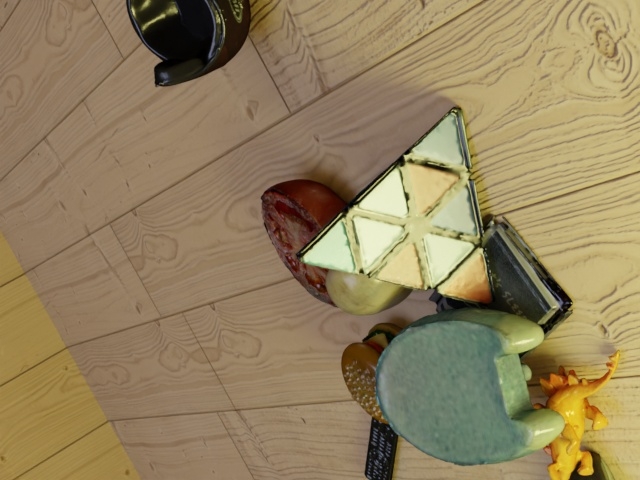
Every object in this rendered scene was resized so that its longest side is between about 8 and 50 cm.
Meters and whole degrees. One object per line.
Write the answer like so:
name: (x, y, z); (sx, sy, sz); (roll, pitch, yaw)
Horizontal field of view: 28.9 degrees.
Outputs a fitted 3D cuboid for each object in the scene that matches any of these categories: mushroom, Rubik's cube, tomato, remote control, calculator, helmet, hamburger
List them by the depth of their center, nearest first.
Rubik's cube: (0.135, -0.095, 1.669); (0.250, 0.284, 0.234); (-92, 22, -56)
calculator: (0.241, 0.088, 1.714); (0.166, 0.028, 0.274); (55, 151, 15)
mushroom: (0.076, 0.040, 1.819); (0.122, 0.154, 0.154); (66, 157, 20)
helmet: (-0.202, -0.340, 1.847); (0.216, 0.193, 0.189); (11, 127, 49)
hamburger: (0.108, 0.213, 1.966); (0.162, 0.115, 0.162); (39, 147, 31)
tomato: (0.001, -0.003, 1.967); (0.225, 0.085, 0.225); (40, 151, 28)
remote control: (0.112, 0.371, 2.221); (0.063, 0.025, 0.245); (42, 148, 28)

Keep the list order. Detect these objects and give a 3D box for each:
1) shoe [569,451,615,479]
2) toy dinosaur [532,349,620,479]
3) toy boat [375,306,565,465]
shoe: (0.400, 0.425, 1.714); (0.103, 0.098, 0.275); (-2, 97, 54)
toy dinosaur: (0.329, 0.230, 1.659); (0.117, 0.070, 0.288); (-123, 33, -47)
toy boat: (0.214, 0.196, 1.723); (0.330, 0.123, 0.215); (-19, 86, 53)
